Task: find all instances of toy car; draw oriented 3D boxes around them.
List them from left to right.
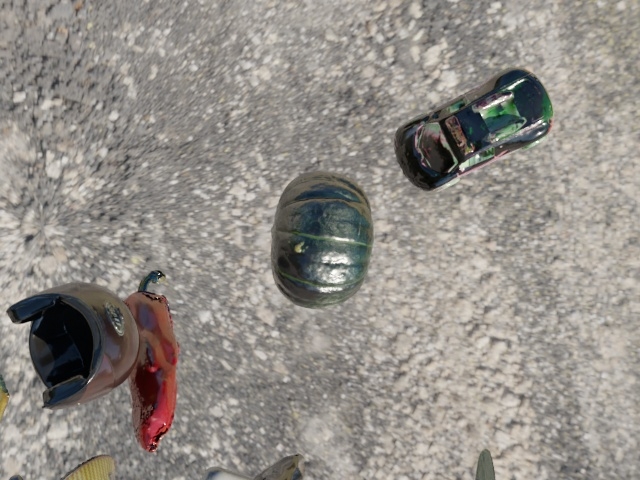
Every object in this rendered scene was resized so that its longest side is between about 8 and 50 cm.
[{"bbox_3d":[0.126,-0.091,0.715,0.142,0.055,0.069,-26,91,23],"label":"toy car"}]

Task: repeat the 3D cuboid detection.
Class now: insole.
[{"bbox_3d":[0.186,0.313,0.965,0.002,0.053,0.153,12,67,-14],"label":"insole"}]

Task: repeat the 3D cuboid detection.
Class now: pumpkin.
[{"bbox_3d":[0.000,0.000,1.353,0.161,0.220,0.221,10,87,-3],"label":"pumpkin"}]

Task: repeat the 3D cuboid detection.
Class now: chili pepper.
[{"bbox_3d":[-0.305,0.199,1.507,0.110,0.388,0.110,-10,138,-9],"label":"chili pepper"}]

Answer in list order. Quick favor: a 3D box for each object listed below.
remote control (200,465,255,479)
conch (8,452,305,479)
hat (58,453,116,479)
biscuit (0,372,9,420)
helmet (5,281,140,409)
[{"bbox_3d":[-0.052,0.268,0.817,0.261,0.029,0.067,43,56,-57],"label":"remote control"},{"bbox_3d":[-0.064,0.167,0.269,0.240,0.313,0.186,10,101,-47],"label":"conch"},{"bbox_3d":[-0.308,0.378,1.096,0.082,0.193,0.193,34,79,15],"label":"hat"},{"bbox_3d":[-0.563,0.189,1.387,0.016,0.139,0.231,-13,60,-39],"label":"biscuit"},{"bbox_3d":[-0.386,0.162,1.343,0.193,0.216,0.189,-17,78,-45],"label":"helmet"}]
